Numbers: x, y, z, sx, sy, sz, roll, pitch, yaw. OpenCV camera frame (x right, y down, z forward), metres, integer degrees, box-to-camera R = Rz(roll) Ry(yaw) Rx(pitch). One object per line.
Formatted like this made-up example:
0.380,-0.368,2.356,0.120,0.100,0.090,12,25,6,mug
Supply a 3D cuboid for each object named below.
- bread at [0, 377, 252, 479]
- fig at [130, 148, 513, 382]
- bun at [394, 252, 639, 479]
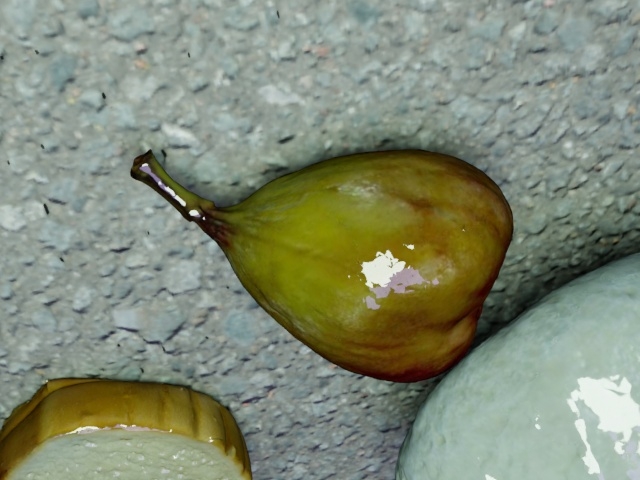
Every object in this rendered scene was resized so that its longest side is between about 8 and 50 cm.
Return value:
-0.174,0.211,0.756,0.236,0.070,0.236,-8,129,-10,bread
0.000,0.001,0.601,0.274,0.145,0.170,17,123,-12,fig
0.239,0.166,0.700,0.362,0.211,0.362,-20,151,-12,bun
